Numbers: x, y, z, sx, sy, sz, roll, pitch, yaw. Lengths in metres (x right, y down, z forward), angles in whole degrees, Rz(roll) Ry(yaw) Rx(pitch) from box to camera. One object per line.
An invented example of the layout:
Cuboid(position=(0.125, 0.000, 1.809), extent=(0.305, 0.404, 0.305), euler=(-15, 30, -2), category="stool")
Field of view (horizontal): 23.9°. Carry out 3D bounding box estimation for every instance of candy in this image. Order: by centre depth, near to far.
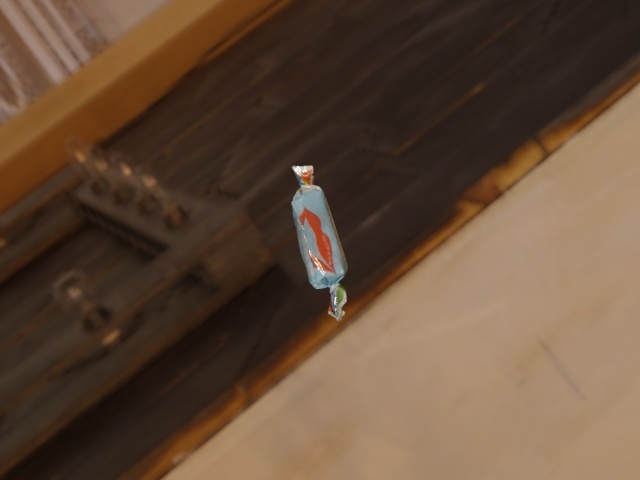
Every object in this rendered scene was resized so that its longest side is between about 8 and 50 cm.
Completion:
Cuboid(position=(0.000, 0.000, 0.759), extent=(0.030, 0.020, 0.083), euler=(130, 125, -76), category="candy")
